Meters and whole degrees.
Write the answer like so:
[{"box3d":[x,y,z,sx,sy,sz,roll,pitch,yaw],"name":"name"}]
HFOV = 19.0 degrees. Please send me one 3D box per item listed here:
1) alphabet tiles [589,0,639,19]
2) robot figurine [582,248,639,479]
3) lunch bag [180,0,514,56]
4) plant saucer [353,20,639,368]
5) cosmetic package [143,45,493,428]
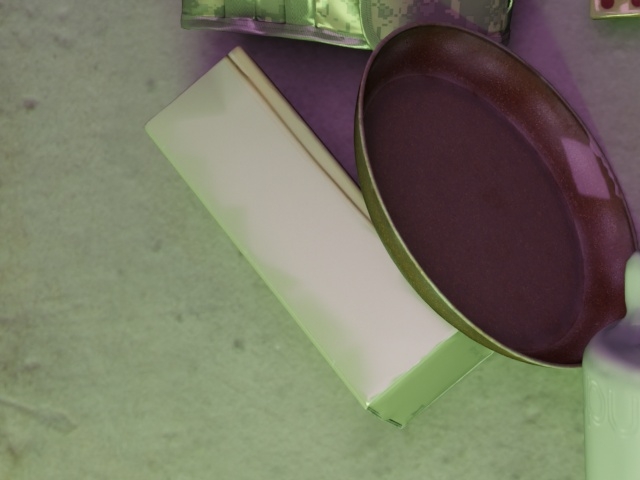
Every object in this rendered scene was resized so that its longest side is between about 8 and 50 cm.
[{"box3d":[0.365,-0.303,1.582,0.285,0.011,0.343,-1,81,19],"name":"alphabet tiles"},{"box3d":[0.297,0.179,1.423,0.199,0.300,0.353,-5,104,-4],"name":"robot figurine"},{"box3d":[0.035,-0.287,1.615,0.287,0.169,0.235,8,112,15],"name":"lunch bag"},{"box3d":[0.136,-0.031,1.533,0.050,0.310,0.311,-35,69,40],"name":"plant saucer"},{"box3d":[0.000,0.000,1.605,0.113,0.160,0.309,-41,73,2],"name":"cosmetic package"}]
